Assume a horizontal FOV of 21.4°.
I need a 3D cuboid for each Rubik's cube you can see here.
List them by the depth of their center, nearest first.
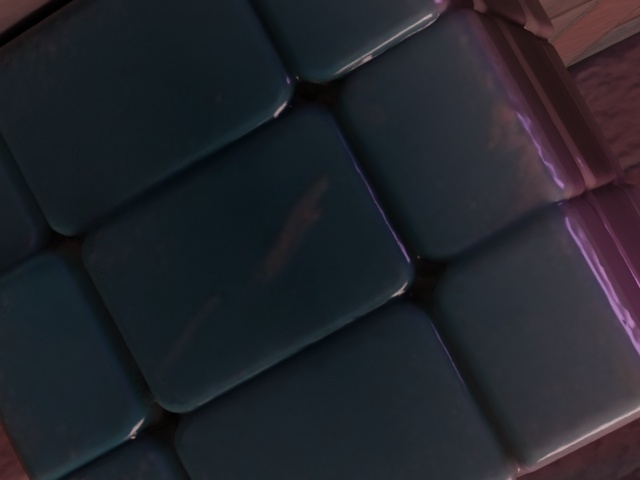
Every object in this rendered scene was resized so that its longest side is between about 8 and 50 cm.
[{"bbox_3d":[0.000,0.000,0.954,0.322,0.316,0.319,-28,176,17],"label":"Rubik's cube"}]
